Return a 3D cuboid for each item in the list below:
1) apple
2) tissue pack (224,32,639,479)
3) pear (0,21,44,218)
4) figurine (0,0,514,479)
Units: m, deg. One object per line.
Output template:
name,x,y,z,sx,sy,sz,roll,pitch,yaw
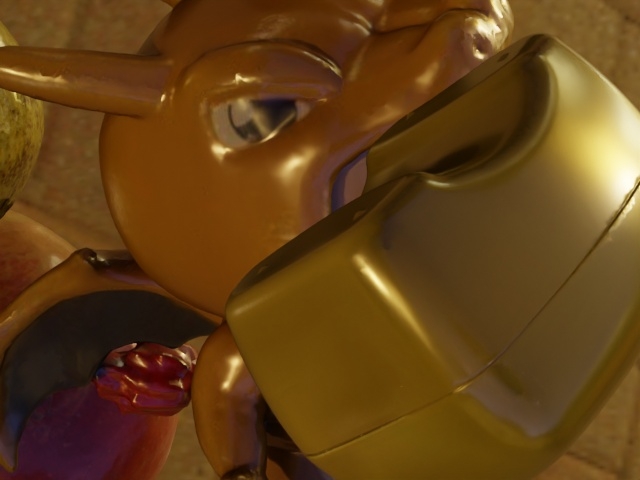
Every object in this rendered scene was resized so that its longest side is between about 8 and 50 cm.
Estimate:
apple,-0.240,0.123,1.382,0.251,0.163,0.293,-45,104,-9
tissue pack,0.062,0.017,0.686,0.127,0.123,0.178,49,45,-7
pear,-0.279,-0.073,1.231,0.197,0.197,0.197,4,84,-39
figurine,-0.030,0.017,1.098,0.401,0.268,0.387,-17,129,-7
